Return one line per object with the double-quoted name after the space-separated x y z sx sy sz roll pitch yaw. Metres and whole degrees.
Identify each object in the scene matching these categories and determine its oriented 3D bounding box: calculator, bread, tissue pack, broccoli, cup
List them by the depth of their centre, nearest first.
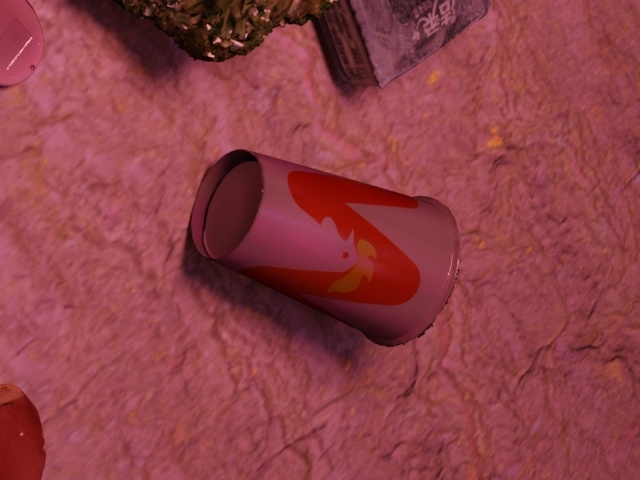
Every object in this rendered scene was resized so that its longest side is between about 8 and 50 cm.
-0.344 -0.227 1.501 0.166 0.024 0.103 49 66 -37 "calculator"
-0.106 -0.339 1.549 0.307 0.275 0.308 -3 104 -14 "broccoli"
-0.341 0.211 1.556 0.119 0.067 0.192 -48 127 -25 "bread"
0.000 0.000 1.768 0.288 0.203 0.203 21 83 -36 "cup"
0.073 -0.374 1.807 0.228 0.103 0.316 -38 121 -30 "tissue pack"
